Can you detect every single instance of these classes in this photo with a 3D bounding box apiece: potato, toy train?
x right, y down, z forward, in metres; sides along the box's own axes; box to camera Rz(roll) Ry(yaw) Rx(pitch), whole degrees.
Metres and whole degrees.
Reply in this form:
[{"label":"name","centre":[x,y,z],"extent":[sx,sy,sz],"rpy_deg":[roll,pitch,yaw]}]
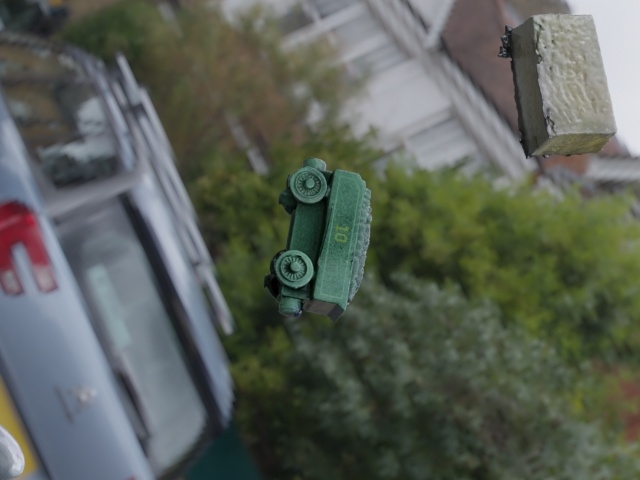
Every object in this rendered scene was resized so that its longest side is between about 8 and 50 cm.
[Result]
[{"label":"potato","centre":[0.207,-0.137,1.479],"extent":[0.061,0.086,0.122],"rpy_deg":[150,-67,-66]},{"label":"toy train","centre":[0.000,0.000,1.744],"extent":[0.070,0.099,0.172],"rpy_deg":[123,-21,-70]}]

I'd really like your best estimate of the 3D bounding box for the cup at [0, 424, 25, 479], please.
[{"label":"cup","centre":[-0.309,0.221,1.059],"extent":[0.173,0.299,0.167],"rpy_deg":[20,-29,50]}]
